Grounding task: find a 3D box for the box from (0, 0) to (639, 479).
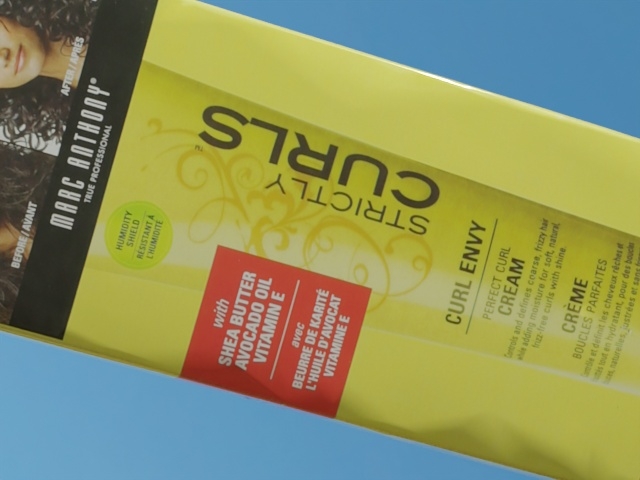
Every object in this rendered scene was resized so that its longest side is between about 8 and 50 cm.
[{"bbox_3d":[0.000,0.000,0.436,0.058,0.232,0.087,174,-67,-78],"label":"box"}]
